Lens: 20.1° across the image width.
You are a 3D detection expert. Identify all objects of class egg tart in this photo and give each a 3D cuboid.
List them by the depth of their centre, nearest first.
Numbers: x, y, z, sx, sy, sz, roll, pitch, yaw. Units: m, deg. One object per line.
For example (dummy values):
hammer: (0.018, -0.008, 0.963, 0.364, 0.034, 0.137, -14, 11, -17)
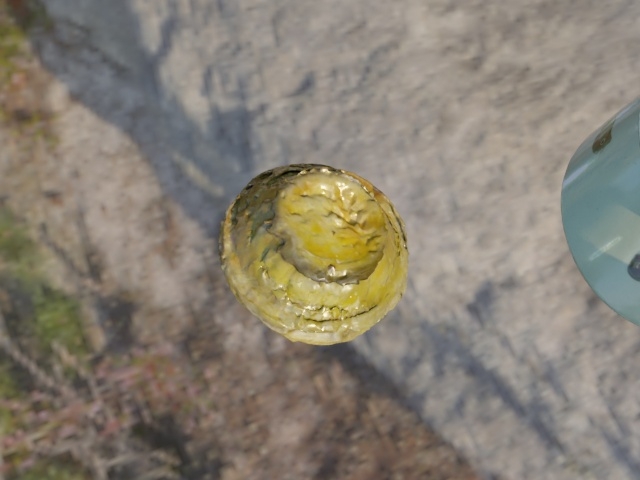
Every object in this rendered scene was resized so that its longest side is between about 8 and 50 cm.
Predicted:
egg tart: (0.000, 0.000, 1.637, 0.191, 0.191, 0.074, 52, 148, 17)

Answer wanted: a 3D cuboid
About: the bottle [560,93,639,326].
bottle: (0.353, -0.066, 1.452, 0.229, 0.229, 0.351, 62, 152, 9)
